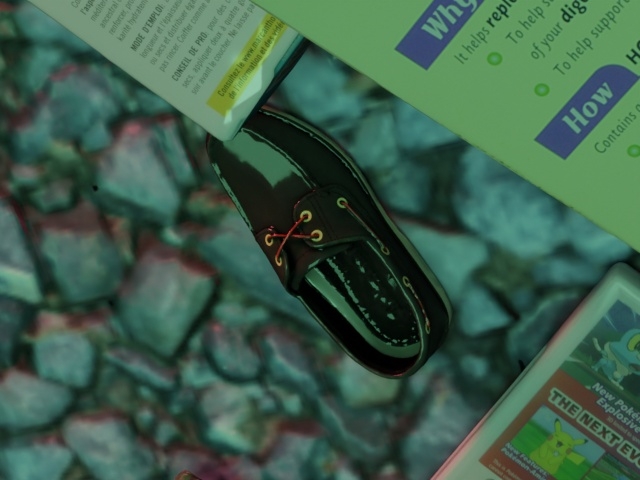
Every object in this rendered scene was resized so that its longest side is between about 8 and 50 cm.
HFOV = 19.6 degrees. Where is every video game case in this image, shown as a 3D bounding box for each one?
[{"bbox_3d":[0.148,0.134,0.774,0.201,0.023,0.183,37,116,0],"label":"video game case"}]

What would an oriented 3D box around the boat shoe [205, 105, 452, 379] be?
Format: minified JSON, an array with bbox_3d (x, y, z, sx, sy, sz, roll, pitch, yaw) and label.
[{"bbox_3d":[0.001,-0.001,0.751,0.049,0.042,0.133,-39,96,27],"label":"boat shoe"}]

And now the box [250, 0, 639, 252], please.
[{"bbox_3d":[0.116,-0.129,0.588,0.243,0.117,0.213,31,123,-14],"label":"box"}]

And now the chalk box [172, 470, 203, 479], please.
[{"bbox_3d":[-0.046,0.201,0.782,0.213,0.132,0.132,24,124,10],"label":"chalk box"}]

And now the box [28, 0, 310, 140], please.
[{"bbox_3d":[-0.101,-0.152,0.706,0.244,0.060,0.100,36,116,-1],"label":"box"}]
